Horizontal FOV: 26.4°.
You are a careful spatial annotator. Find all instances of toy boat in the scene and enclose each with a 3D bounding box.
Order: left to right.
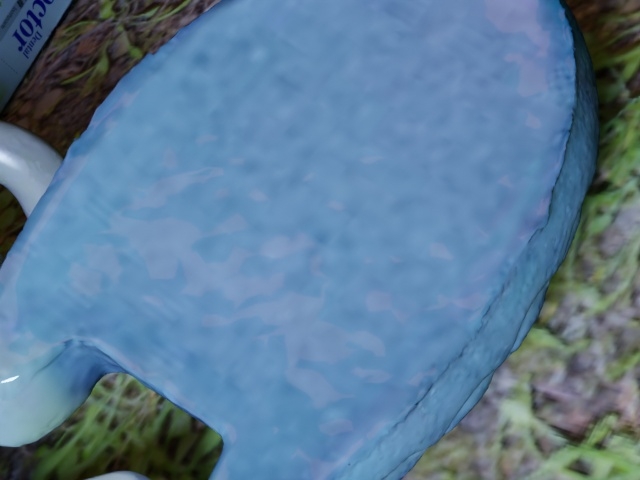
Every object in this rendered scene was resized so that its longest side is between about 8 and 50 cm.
[{"bbox_3d":[0.000,0.000,0.636,0.215,0.123,0.330,28,71,20],"label":"toy boat"}]

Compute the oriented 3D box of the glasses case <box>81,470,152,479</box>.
[{"bbox_3d":[-0.123,0.251,0.555,0.131,0.070,0.313,-21,43,26],"label":"glasses case"}]

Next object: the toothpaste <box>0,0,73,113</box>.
[{"bbox_3d":[-0.293,-0.103,1.032,0.067,0.081,0.337,-4,51,43],"label":"toothpaste"}]

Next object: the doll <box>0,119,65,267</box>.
[{"bbox_3d":[-0.280,0.094,0.682,0.226,0.215,0.370,-36,22,37],"label":"doll"}]
